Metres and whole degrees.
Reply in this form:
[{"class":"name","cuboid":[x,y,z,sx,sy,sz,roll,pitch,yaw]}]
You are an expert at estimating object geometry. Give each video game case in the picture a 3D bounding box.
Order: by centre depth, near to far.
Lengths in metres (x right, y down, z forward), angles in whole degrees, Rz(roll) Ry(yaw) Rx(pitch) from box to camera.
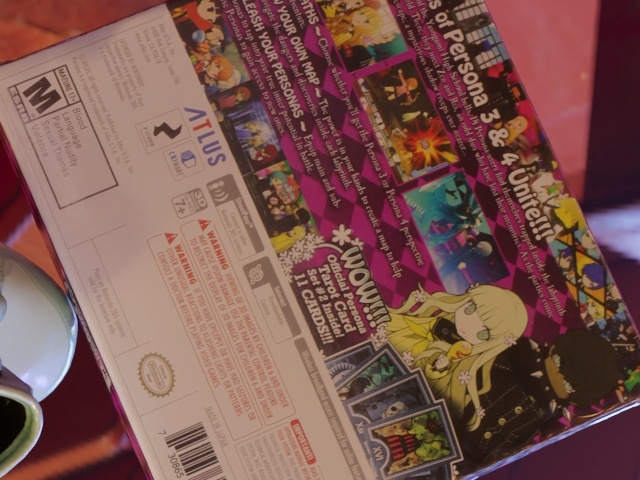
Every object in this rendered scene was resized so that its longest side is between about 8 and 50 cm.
[{"class":"video game case","cuboid":[0.000,0.000,0.744,0.210,0.232,0.042,-23,174,-12]}]

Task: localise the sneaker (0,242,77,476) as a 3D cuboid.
[{"class":"sneaker","cuboid":[-0.137,0.053,0.628,0.151,0.094,0.256,27,-174,29]}]
